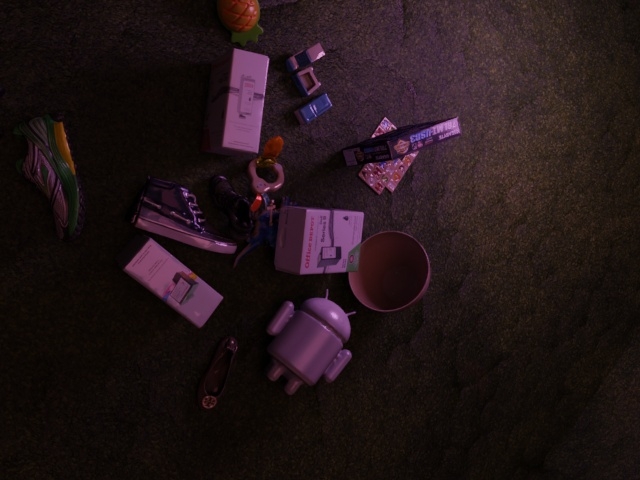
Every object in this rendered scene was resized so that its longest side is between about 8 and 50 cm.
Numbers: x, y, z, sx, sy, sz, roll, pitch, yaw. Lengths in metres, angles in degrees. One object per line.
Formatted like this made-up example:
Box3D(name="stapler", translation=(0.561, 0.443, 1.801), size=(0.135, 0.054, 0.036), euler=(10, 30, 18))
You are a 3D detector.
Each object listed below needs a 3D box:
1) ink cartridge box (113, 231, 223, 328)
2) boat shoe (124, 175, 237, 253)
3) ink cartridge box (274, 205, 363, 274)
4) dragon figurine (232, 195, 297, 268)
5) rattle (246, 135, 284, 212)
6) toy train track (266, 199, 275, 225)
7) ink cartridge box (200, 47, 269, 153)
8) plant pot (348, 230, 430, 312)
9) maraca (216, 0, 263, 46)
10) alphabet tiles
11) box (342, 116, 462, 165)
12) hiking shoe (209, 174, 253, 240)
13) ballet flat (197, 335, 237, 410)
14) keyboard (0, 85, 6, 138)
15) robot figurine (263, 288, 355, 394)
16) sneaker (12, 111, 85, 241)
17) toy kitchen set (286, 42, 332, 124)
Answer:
Box3D(name="ink cartridge box", translation=(-0.441, 0.113, 1.617), size=(0.278, 0.201, 0.117), euler=(44, 75, -24))
Box3D(name="boat shoe", translation=(-0.389, -0.076, 1.666), size=(0.340, 0.127, 0.158), euler=(19, 93, -28))
Box3D(name="ink cartridge box", translation=(0.000, 0.000, 1.833), size=(0.289, 0.121, 0.211), euler=(-1, 98, -47))
Box3D(name="dragon figurine", translation=(-0.175, -0.022, 1.809), size=(0.144, 0.085, 0.289), euler=(24, 83, -27))
Box3D(name="rattle", translation=(-0.158, -0.199, 1.735), size=(0.130, 0.142, 0.200), euler=(39, 45, -27))
Box3D(name="toy train track", translation=(-0.150, -0.086, 1.749), size=(0.048, 0.014, 0.083), euler=(-22, 121, -59))
Box3D(name="ink cartridge box", translation=(-0.258, -0.401, 1.659), size=(0.117, 0.207, 0.283), euler=(6, 92, -30))
Box3D(name="plant pot", translation=(0.263, 0.132, 1.978), size=(0.284, 0.284, 0.191), euler=(-63, 151, -8))
Box3D(name="maraca", translation=(-0.242, -0.681, 1.694), size=(0.127, 0.099, 0.186), euler=(-16, 135, 1))
Box3D(name="alphabet tiles", translation=(0.238, -0.297, 2.042), size=(0.198, 0.009, 0.237), euler=(39, 77, -25))
Box3D(name="box", translation=(0.268, -0.332, 1.884), size=(0.295, 0.293, 0.073), euler=(-24, 106, -24))
Box3D(name="hiking shoe", translation=(-0.260, -0.118, 1.707), size=(0.086, 0.114, 0.227), euler=(-19, 75, -40))
Box3D(name="ballet flat", translation=(-0.327, 0.428, 1.790), size=(0.084, 0.058, 0.250), euler=(25, 83, -27))
Box3D(name="keyboard", translation=(-0.926, -0.280, 1.421), size=(0.201, 0.033, 0.317), euler=(41, 77, -25))
Box3D(name="robot figurine", translation=(-0.038, 0.335, 1.852), size=(0.300, 0.200, 0.353), euler=(42, 76, -10))
Box3D(name="sneaker", translation=(-0.722, -0.162, 1.499), size=(0.146, 0.134, 0.344), euler=(-14, 93, -19))
Box3D(name="toy kitchen set", translation=(-0.033, -0.497, 1.790), size=(0.122, 0.166, 0.207), euler=(-38, 111, -19))
